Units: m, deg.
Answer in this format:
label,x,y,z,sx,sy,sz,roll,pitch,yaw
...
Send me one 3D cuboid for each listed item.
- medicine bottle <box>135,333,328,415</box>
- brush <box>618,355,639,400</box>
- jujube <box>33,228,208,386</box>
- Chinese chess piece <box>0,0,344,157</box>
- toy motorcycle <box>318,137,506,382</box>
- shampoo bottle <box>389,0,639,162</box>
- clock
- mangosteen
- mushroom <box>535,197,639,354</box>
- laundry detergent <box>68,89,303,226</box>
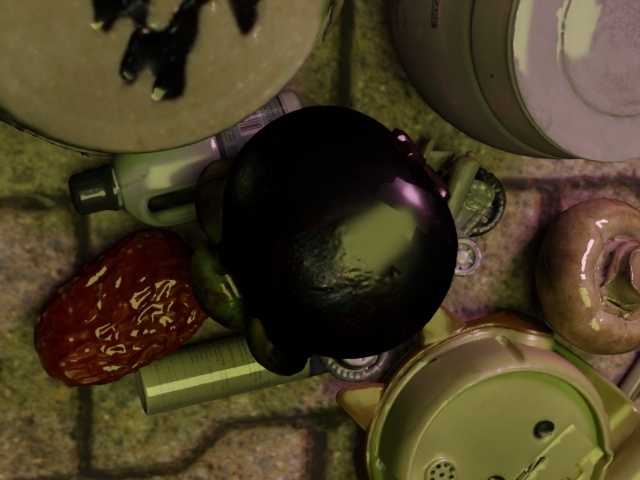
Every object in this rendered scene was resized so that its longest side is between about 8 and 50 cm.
label,x,y,z,sx,sy,sz,roll,pitch,yaw
medicine bottle,-0.067,0.121,1.187,0.231,0.059,0.059,-11,111,-16
brush,0.394,0.121,1.364,0.042,0.039,0.299,33,97,17
jujube,-0.184,0.066,1.106,0.176,0.109,0.112,-35,80,3
Chinese chess piece,-0.151,-0.235,0.951,0.349,0.146,0.349,-10,126,-14
toy motorcycle,0.060,0.004,1.169,0.171,0.110,0.260,40,80,-2
shampoo bottle,0.211,-0.208,1.063,0.273,0.266,0.273,-6,109,-19
clock,0.184,0.224,1.272,0.286,0.117,0.348,-47,113,2
mangosteen,0.000,0.000,1.017,0.243,0.243,0.243,-6,110,-18
mushroom,0.305,0.039,1.245,0.166,0.127,0.166,2,87,-37
laundry detergent,-0.120,-0.068,1.098,0.226,0.070,0.099,-16,115,-15
